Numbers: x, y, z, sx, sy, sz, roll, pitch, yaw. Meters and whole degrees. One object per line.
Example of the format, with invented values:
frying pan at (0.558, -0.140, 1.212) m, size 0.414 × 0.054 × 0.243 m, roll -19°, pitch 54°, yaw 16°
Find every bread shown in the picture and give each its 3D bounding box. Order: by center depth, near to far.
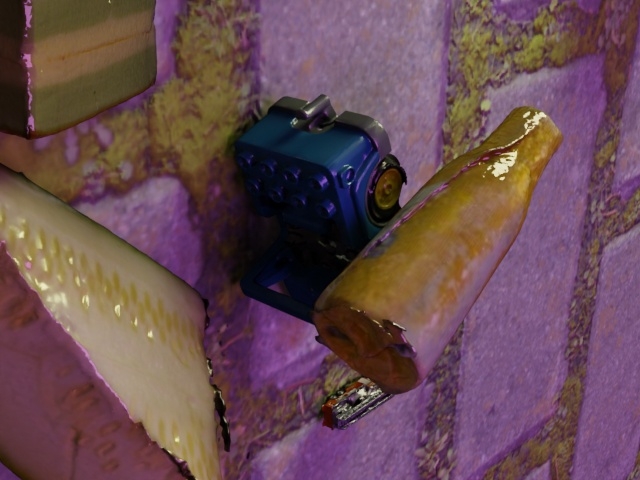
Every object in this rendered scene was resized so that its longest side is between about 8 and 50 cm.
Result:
bread at (-0.111, -0.099, 0.490) m, size 0.139 × 0.084 × 0.074 m, roll -16°, pitch 117°, yaw -47°

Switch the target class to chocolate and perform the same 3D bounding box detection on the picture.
chocolate at (0.086, -0.006, 0.623) m, size 0.219 × 0.086 × 0.085 m, roll -49°, pitch 138°, yaw -29°

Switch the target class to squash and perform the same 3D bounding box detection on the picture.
squash at (-0.153, 0.064, 0.494) m, size 0.252 × 0.093 × 0.169 m, roll 41°, pitch 29°, yaw -51°

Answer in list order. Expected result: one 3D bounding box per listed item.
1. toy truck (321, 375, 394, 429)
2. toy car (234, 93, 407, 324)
toy truck at (0.036, 0.131, 0.815) m, size 0.083 × 0.032 × 0.024 m, roll -26°, pitch 121°, yaw -43°
toy car at (0.000, 0.000, 0.657) m, size 0.100 × 0.097 × 0.191 m, roll -44°, pitch 135°, yaw -29°
